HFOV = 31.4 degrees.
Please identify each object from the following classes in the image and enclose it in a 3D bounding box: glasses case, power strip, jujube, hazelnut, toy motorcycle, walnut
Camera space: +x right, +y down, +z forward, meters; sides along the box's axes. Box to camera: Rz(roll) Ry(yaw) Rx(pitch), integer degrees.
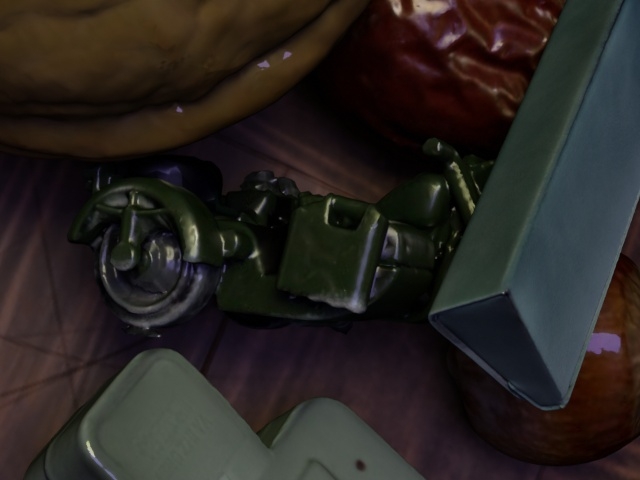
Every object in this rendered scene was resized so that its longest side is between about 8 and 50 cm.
[{"bbox_3d":[0.139,-0.045,0.637,0.105,0.056,0.266,57,49,-40],"label":"glasses case"},{"bbox_3d":[-0.056,0.197,0.665,0.261,0.141,0.229,44,42,-6],"label":"power strip"},{"bbox_3d":[0.099,-0.122,0.753,0.236,0.168,0.168,27,77,-22],"label":"jujube"},{"bbox_3d":[0.152,0.073,0.750,0.143,0.143,0.154,-8,102,-16],"label":"hazelnut"},{"bbox_3d":[0.000,0.000,0.662,0.275,0.205,0.127,2,85,25],"label":"toy motorcycle"},{"bbox_3d":[-0.103,-0.180,0.609,0.313,0.277,0.252,-38,122,-4],"label":"walnut"}]
